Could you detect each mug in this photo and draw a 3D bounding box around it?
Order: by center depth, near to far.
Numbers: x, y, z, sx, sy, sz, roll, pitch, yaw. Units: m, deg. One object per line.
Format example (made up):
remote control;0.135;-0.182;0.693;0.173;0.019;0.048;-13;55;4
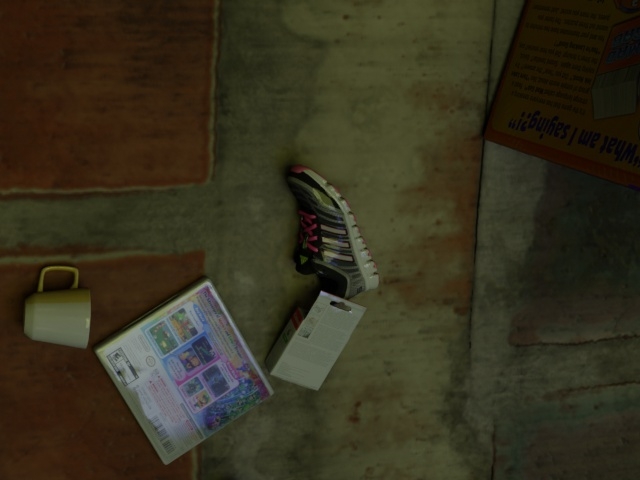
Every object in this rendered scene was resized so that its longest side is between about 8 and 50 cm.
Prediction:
mug;-0.268;0.072;1.484;0.064;0.078;0.062;2;134;-14

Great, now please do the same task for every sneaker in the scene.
sneaker;0.000;0.000;1.565;0.075;0.063;0.170;-36;118;-17

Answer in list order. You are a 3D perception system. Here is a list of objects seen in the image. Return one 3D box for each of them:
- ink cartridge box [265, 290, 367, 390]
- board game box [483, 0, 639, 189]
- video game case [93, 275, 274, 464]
ink cartridge box;-0.005;0.103;1.591;0.063;0.029;0.115;21;110;-25
board game box;0.453;-0.199;1.541;0.356;0.356;0.356;15;96;-26
video game case;-0.144;0.139;1.565;0.143;0.019;0.157;-33;112;-12
